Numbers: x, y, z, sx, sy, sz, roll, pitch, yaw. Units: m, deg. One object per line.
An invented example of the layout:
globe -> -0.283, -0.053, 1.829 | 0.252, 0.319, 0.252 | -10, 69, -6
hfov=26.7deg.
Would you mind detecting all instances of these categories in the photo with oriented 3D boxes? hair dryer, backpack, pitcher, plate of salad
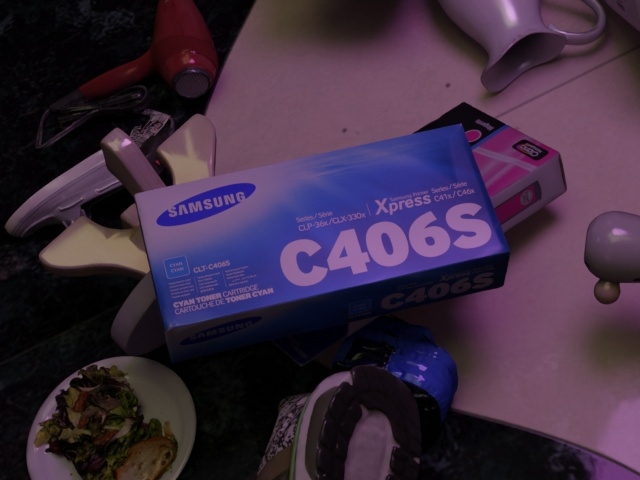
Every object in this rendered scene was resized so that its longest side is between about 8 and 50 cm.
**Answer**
hair dryer -> -0.240, -0.228, 1.761 | 0.224, 0.080, 0.293 | 17, 63, 25
backpack -> 0.086, 0.137, 1.419 | 0.120, 0.098, 0.101 | 16, 60, 25
pitcher -> 0.239, -0.306, 1.660 | 0.178, 0.125, 0.207 | -19, 64, -8
plate of salad -> -0.235, 0.212, 1.490 | 0.200, 0.048, 0.200 | -8, 56, 12

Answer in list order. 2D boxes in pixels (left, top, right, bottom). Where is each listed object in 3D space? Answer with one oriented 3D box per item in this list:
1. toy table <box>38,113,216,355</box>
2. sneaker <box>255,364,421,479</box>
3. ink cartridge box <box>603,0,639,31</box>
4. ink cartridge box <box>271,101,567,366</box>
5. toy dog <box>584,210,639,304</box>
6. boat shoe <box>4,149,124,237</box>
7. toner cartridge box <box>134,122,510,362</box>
toy table -> -0.169, -0.015, 1.523 | 0.161, 0.252, 0.274 | 41, 60, 16
sneaker -> -0.032, 0.322, 1.336 | 0.182, 0.158, 0.410 | -8, 56, 56
ink cartridge box -> 0.364, -0.374, 1.545 | 0.117, 0.207, 0.283 | -19, 25, 2
ink cartridge box -> 0.076, -0.017, 1.488 | 0.371, 0.069, 0.176 | -34, 40, -17
toy dog -> 0.417, 0.094, 1.320 | 0.334, 0.220, 0.161 | 22, 97, 35
boat shoe -> -0.306, -0.048, 1.674 | 0.184, 0.066, 0.063 | -34, 87, 3
toner cartridge box -> 0.000, 0.000, 1.360 | 0.348, 0.075, 0.165 | -13, 59, -7
